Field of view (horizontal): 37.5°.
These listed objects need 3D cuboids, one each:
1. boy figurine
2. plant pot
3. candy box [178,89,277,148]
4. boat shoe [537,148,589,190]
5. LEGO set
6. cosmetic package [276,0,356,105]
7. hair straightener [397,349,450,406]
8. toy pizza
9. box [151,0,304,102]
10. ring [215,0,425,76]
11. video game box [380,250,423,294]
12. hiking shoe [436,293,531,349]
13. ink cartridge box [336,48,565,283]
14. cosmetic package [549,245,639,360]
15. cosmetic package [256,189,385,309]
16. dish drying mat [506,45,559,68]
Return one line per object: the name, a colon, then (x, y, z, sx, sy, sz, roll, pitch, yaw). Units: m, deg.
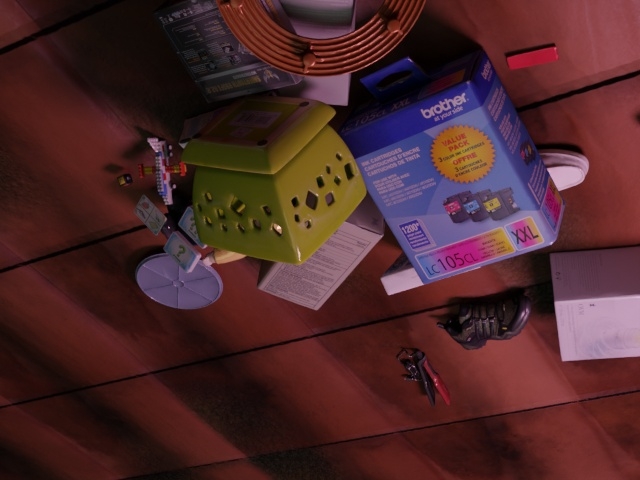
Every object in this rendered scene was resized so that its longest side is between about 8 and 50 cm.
boy figurine: (-0.182, -0.028, 1.867, 0.285, 0.177, 0.092, 5, 153, 33)
plant pot: (-0.085, -0.118, 1.582, 0.228, 0.227, 0.207, 10, 132, 34)
candy box: (-0.139, -0.178, 1.778, 0.196, 0.070, 0.165, -14, 136, 23)
boat shoe: (0.367, -0.099, 1.775, 0.277, 0.096, 0.098, -9, 137, 18)
LEGO set: (-0.304, -0.079, 1.838, 0.244, 0.060, 0.182, 44, 118, 18)
cosmetic package: (-0.006, -0.341, 1.543, 0.127, 0.107, 0.238, 7, 143, 2)
hair straightener: (0.249, 0.346, 2.361, 0.089, 0.047, 0.230, -13, 136, 23)
toy pizza: (-0.322, 0.087, 2.152, 0.201, 0.032, 0.201, 4, 139, 3)
box: (-0.143, -0.325, 1.521, 0.231, 0.056, 0.183, -3, 128, 46)
ring: (0.006, -0.405, 1.385, 0.337, 0.032, 0.336, -3, 112, -8)
video game box: (0.243, 0.031, 1.885, 0.205, 0.187, 0.048, -19, 99, 29)
hiking shoe: (0.368, 0.177, 2.112, 0.114, 0.086, 0.227, 27, 137, -27)
ink cartridge box: (0.215, -0.147, 1.646, 0.270, 0.151, 0.395, -21, 111, 30)
cosmetic package: (0.610, 0.136, 1.988, 0.225, 0.138, 0.224, -7, 138, 14)
cosmetic package: (0.000, 0.000, 1.925, 0.153, 0.129, 0.296, 23, 138, -16)
dish drying mat: (0.359, -0.310, 1.595, 0.083, 0.008, 0.032, -10, 138, 18)
